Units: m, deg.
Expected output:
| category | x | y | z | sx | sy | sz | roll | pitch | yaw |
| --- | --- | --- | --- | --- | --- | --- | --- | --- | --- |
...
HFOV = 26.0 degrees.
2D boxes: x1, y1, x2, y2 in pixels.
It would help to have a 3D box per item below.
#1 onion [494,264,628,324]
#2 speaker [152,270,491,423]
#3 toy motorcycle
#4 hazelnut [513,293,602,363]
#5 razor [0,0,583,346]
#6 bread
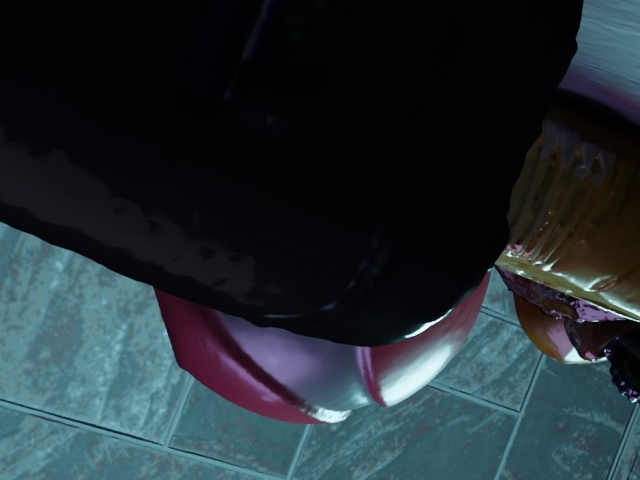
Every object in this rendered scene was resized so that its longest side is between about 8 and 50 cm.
| category | x | y | z | sx | sy | sz | roll | pitch | yaw |
| --- | --- | --- | --- | --- | --- | --- | --- | --- | --- |
| onion | 0.239 | -0.010 | 1.261 | 0.206 | 0.151 | 0.098 | 8 | 135 | 44 |
| speaker | 0.000 | 0.000 | 1.132 | 0.294 | 0.294 | 0.294 | 21 | 179 | 0 |
| toy motorcycle | 0.304 | 0.059 | 1.313 | 0.118 | 0.212 | 0.084 | 24 | 141 | 10 |
| hazelnut | 0.306 | 0.061 | 1.662 | 0.182 | 0.182 | 0.182 | 21 | 179 | 0 |
| razor | -0.050 | -0.088 | 0.415 | 0.107 | 0.189 | 0.327 | 20 | 175 | 44 |
| bread | 0.219 | -0.008 | 1.012 | 0.288 | 0.119 | 0.152 | 23 | -179 | -30 |
